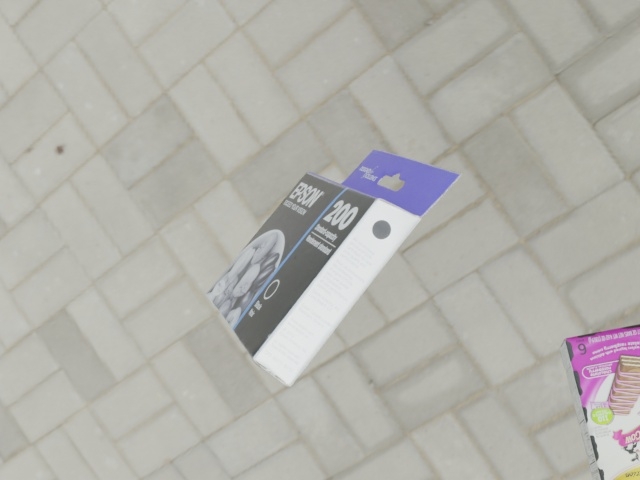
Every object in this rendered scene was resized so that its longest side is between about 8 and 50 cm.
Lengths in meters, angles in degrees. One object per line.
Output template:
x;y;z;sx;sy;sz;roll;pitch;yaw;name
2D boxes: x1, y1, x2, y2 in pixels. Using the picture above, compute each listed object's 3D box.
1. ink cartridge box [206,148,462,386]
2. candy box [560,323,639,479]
0.000;0.000;0.795;0.045;0.206;0.208;41;87;-19;ink cartridge box
0.473;0.251;1.459;0.159;0.071;0.233;-12;70;3;candy box
